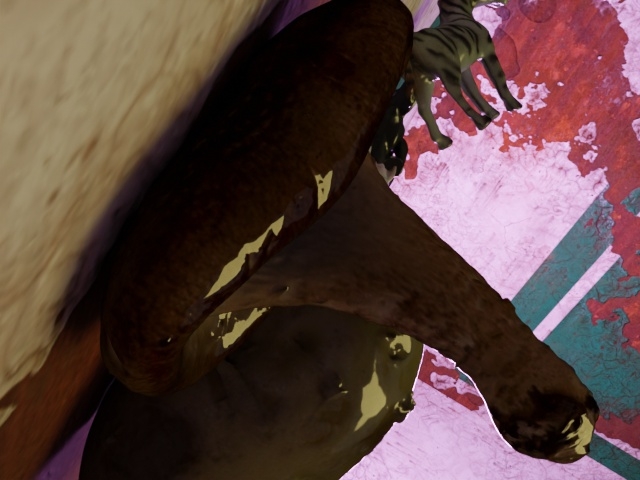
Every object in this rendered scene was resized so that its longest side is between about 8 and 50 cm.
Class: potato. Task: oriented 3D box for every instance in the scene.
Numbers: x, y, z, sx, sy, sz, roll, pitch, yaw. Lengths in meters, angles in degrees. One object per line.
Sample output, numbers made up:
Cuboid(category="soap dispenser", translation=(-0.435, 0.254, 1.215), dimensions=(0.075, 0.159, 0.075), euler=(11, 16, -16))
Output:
Cuboid(category="potato", translation=(-0.046, 0.092, 0.559), dimensions=(0.262, 0.165, 0.165), euler=(-50, 178, 8))

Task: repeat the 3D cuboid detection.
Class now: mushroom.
Cuboid(category="mushroom", translation=(0.038, 0.012, 0.427), dimensions=(0.227, 0.217, 0.148), euler=(-58, 177, -20))

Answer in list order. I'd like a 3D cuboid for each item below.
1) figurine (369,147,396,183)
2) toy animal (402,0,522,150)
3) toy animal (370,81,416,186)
Cuboid(category="figurine", translation=(0.000, 0.000, 0.858), dimensions=(0.137, 0.112, 0.229), euler=(145, -36, -77))
Cuboid(category="toy animal", translation=(0.176, -0.214, 1.122), dimensions=(0.090, 0.170, 0.255), euler=(-30, -161, 41))
Cuboid(category="toy animal", translation=(0.061, -0.101, 1.119), dimensions=(0.270, 0.082, 0.137), euler=(-63, 180, 7))
